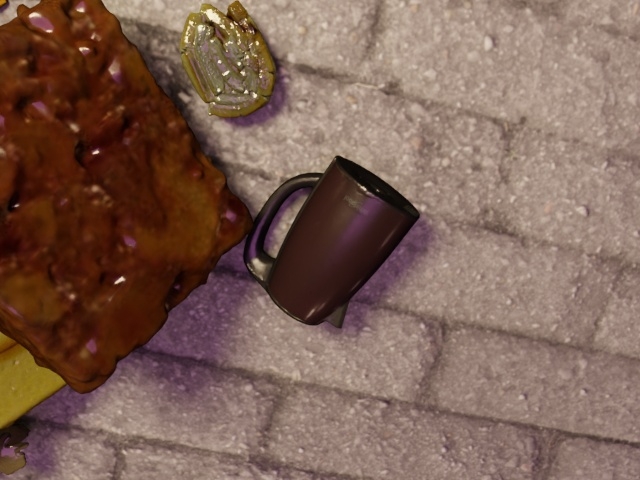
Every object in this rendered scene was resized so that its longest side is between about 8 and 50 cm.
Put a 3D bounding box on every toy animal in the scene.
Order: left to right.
[{"bbox_3d":[-0.565,0.353,1.009,0.186,0.093,0.214,7,140,-32],"label":"toy animal"}]

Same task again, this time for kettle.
[{"bbox_3d":[0.000,0.000,0.927,0.202,0.144,0.232,37,105,6],"label":"kettle"}]

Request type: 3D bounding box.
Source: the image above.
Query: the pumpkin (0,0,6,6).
[{"bbox_3d":[-0.478,-0.321,0.835,0.101,0.035,0.073,-29,105,8],"label":"pumpkin"}]

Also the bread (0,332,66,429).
[{"bbox_3d":[-0.465,0.120,0.972,0.362,0.245,0.233,-30,109,-26],"label":"bread"}]

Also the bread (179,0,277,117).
[{"bbox_3d":[-0.128,-0.246,0.869,0.117,0.064,0.156,-28,109,4],"label":"bread"}]

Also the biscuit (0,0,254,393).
[{"bbox_3d":[-0.310,-0.061,0.777,0.342,0.166,0.395,-50,121,-35],"label":"biscuit"}]
